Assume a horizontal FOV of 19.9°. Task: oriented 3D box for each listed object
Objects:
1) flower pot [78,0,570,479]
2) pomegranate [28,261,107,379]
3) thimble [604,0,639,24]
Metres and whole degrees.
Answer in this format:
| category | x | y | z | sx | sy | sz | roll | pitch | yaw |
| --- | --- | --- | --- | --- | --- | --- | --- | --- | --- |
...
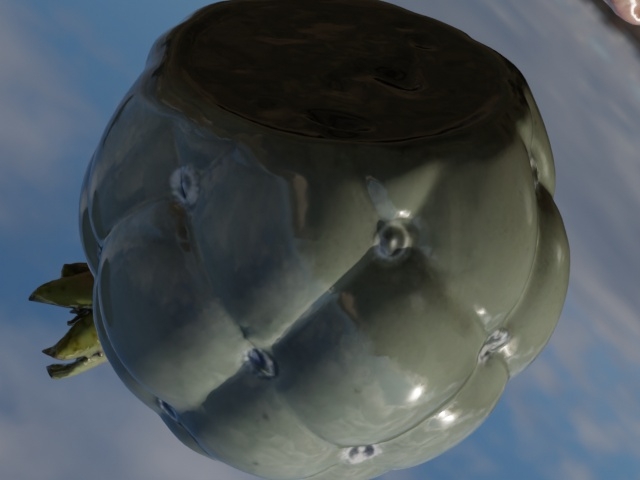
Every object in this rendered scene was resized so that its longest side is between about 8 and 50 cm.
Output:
| category | x | y | z | sx | sy | sz | roll | pitch | yaw |
| --- | --- | --- | --- | --- | --- | --- | --- | --- | --- |
| flower pot | 0.000 | 0.000 | 0.897 | 0.246 | 0.195 | 0.246 | 5 | -150 | -3 |
| pomegranate | -0.066 | 0.036 | 1.496 | 0.260 | 0.340 | 0.260 | 162 | 90 | -80 |
| thimble | 0.289 | -0.269 | 1.381 | 0.239 | 0.239 | 0.162 | 37 | -163 | -36 |
